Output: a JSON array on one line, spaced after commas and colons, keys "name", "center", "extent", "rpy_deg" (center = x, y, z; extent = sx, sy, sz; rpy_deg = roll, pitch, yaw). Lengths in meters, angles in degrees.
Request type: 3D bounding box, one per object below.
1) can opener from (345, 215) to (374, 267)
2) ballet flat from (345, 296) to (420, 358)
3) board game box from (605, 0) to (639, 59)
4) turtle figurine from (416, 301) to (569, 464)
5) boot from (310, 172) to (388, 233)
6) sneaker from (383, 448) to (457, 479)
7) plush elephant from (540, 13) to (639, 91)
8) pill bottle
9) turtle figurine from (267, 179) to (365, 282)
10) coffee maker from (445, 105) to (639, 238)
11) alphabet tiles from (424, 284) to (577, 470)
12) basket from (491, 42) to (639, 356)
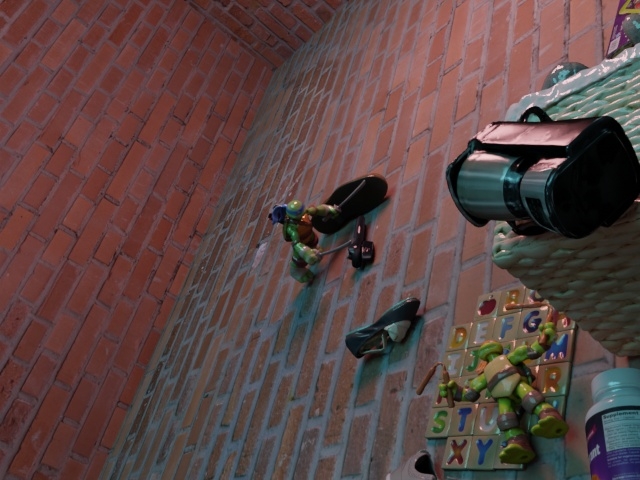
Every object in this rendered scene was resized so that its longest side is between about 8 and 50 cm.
[{"name": "can opener", "center": [0.106, 0.005, 1.800], "extent": [0.186, 0.073, 0.059], "rpy_deg": [-84, -2, -54]}, {"name": "ballet flat", "center": [0.141, 0.197, 1.453], "extent": [0.203, 0.074, 0.074], "rpy_deg": [-35, 30, 27]}, {"name": "board game box", "center": [0.688, -0.528, 1.341], "extent": [0.347, 0.056, 0.208], "rpy_deg": [-67, 10, -25]}, {"name": "turtle figurine", "center": [0.284, 0.236, 1.059], "extent": [0.269, 0.087, 0.217], "rpy_deg": [-37, 36, 18]}, {"name": "boot", "center": [0.088, -0.131, 1.949], "extent": [0.305, 0.112, 0.115], "rpy_deg": [-32, 22, 47]}, {"name": "sneaker", "center": [0.174, 0.415, 1.031], "extent": [0.115, 0.105, 0.281], "rpy_deg": [-54, 23, 2]}, {"name": "plush elephant", "center": [0.550, -0.268, 1.032], "extent": [0.272, 0.329, 0.255], "rpy_deg": [-54, 3, 35]}, {"name": "pill bottle", "center": [0.385, 0.259, 0.830], "extent": [0.108, 0.108, 0.194], "rpy_deg": [-35, 30, 39]}, {"name": "turtle figurine", "center": [0.000, 0.000, 1.856], "extent": [0.266, 0.274, 0.198], "rpy_deg": [94, 166, -56]}, {"name": "coffee maker", "center": [0.252, -0.088, 0.748], "extent": [0.171, 0.120, 0.178], "rpy_deg": [-63, 26, -5]}, {"name": "alphabet tiles", "center": [0.305, 0.225, 1.156], "extent": [0.285, 0.011, 0.343], "rpy_deg": [-24, 38, 51]}, {"name": "basket", "center": [0.439, -0.045, 0.864], "extent": [0.331, 0.328, 0.267], "rpy_deg": [-21, 42, 52]}]
